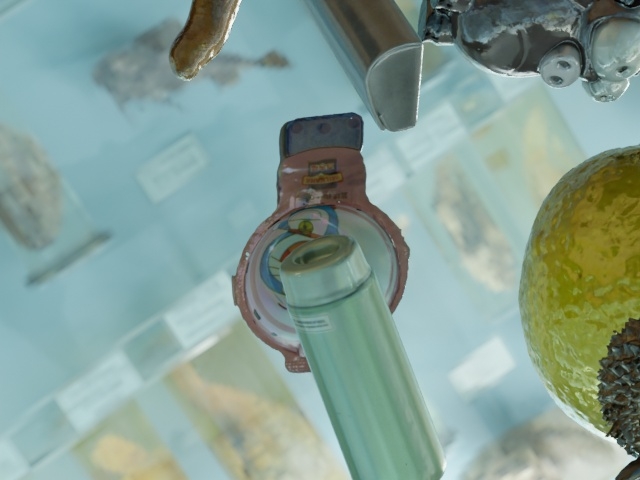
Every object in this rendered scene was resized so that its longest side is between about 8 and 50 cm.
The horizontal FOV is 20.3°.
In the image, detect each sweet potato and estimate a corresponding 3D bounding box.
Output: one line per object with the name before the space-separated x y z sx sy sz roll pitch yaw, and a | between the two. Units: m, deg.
sweet potato | -0.048 -0.162 0.880 0.044 0.044 0.179 -17 -115 48

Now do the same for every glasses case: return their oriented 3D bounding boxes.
glasses case | 0.014 -0.156 1.177 0.042 0.072 0.191 -20 -130 -11

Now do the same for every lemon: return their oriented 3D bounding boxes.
lemon | 0.363 0.059 1.895 0.336 0.336 0.336 -30 -166 8

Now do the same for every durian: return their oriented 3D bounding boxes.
durian | 0.321 0.144 1.544 0.196 0.196 0.167 -35 178 -9

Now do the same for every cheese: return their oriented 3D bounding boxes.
cheese | 0.000 0.000 1.823 0.188 0.074 0.286 -4 -114 14

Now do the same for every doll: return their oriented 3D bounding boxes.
doll | 0.232 -0.220 1.792 0.182 0.257 0.117 112 -10 -59

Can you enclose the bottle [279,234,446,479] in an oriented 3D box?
bottle | 0.013 0.040 0.551 0.030 0.083 0.030 -18 -160 7
